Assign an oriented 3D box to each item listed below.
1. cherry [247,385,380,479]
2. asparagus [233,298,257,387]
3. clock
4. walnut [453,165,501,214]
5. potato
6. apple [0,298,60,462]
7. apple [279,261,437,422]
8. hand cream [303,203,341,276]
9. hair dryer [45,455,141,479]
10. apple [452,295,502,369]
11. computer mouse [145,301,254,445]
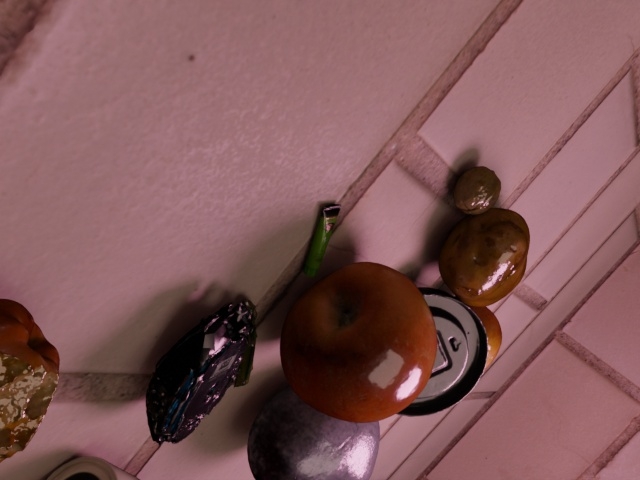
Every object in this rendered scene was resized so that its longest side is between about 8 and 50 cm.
[{"bbox_3d":[-0.009,0.388,0.999,0.255,0.218,0.296,-41,142,7],"label":"cherry"},{"bbox_3d":[-0.117,0.167,0.817,0.034,0.027,0.236,-31,146,-39],"label":"asparagus"},{"bbox_3d":[0.204,0.228,1.063,0.281,0.055,0.280,-2,107,-8],"label":"clock"},{"bbox_3d":[0.281,-0.090,0.928,0.092,0.092,0.092,-28,143,-24],"label":"walnut"},{"bbox_3d":[0.356,0.040,1.094,0.177,0.195,0.369,-7,165,23],"label":"potato"},{"bbox_3d":[-0.320,0.132,0.461,0.158,0.147,0.156,-36,114,-31],"label":"apple"},{"bbox_3d":[0.058,0.156,0.823,0.254,0.253,0.253,-28,143,-24],"label":"apple"},{"bbox_3d":[0.000,0.000,0.771,0.036,0.023,0.122,-10,129,-41],"label":"hand cream"},{"bbox_3d":[-0.419,0.466,0.747,0.362,0.128,0.203,-28,144,-11],"label":"hair dryer"},{"bbox_3d":[0.302,0.236,1.217,0.235,0.173,0.210,-14,132,-22],"label":"apple"},{"bbox_3d":[-0.176,0.180,0.718,0.241,0.078,0.146,-59,164,12],"label":"computer mouse"}]
